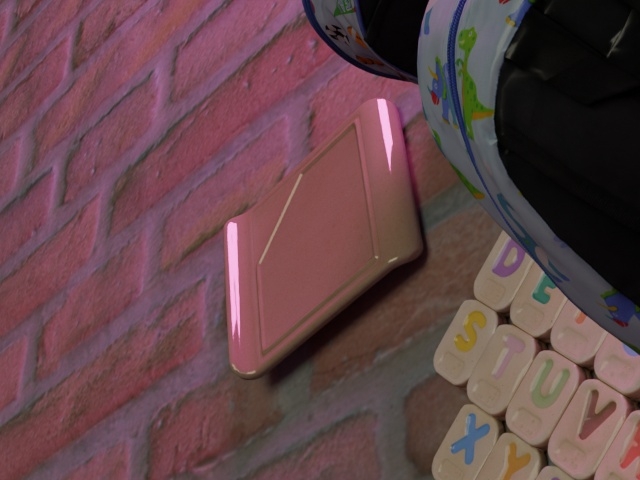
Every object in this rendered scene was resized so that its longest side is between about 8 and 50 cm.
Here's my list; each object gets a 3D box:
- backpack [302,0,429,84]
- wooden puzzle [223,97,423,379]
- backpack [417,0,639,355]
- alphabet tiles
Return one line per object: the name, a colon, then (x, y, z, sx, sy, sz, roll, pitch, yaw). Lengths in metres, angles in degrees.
backpack: (0.101, -0.266, 1.207, 0.213, 0.276, 0.263, 11, 83, 63)
wooden puzzle: (0.000, 0.000, 1.354, 0.239, 0.044, 0.221, -37, 39, 29)
backpack: (0.222, -0.058, 0.768, 0.290, 0.355, 0.273, -58, 31, 9)
alphabet tiles: (0.186, 0.089, 1.028, 0.278, 0.021, 0.284, -60, 31, 3)
